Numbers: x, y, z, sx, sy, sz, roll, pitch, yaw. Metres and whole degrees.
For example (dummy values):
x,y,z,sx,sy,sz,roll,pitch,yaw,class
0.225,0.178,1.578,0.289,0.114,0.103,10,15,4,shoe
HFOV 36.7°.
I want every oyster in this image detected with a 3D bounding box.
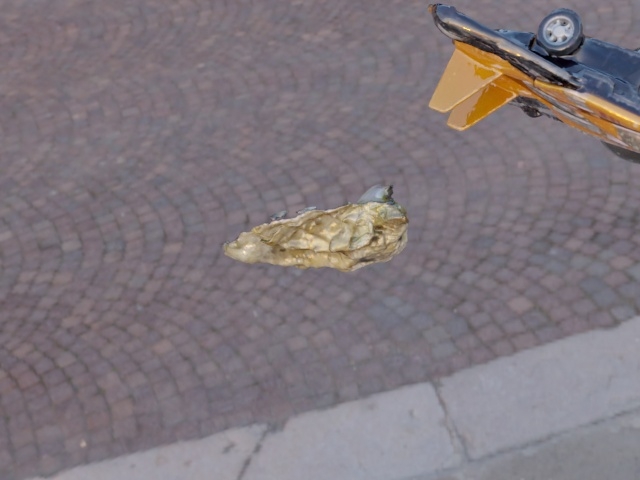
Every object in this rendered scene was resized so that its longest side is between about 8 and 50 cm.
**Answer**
x,y,z,sx,sy,sz,roll,pitch,yaw,class
-0.001,0.000,0.905,0.209,0.072,0.133,-17,-5,21,oyster

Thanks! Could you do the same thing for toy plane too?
x,y,z,sx,sy,sz,roll,pitch,yaw,class
0.245,-0.112,0.777,0.316,0.204,0.103,19,86,29,toy plane

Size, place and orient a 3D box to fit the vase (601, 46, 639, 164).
x,y,z,sx,sy,sz,roll,pitch,yaw,class
0.323,-0.152,0.996,0.120,0.120,0.183,-13,26,-2,vase
